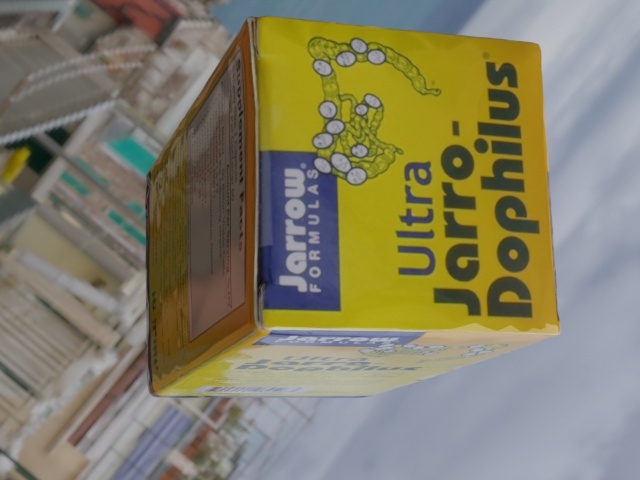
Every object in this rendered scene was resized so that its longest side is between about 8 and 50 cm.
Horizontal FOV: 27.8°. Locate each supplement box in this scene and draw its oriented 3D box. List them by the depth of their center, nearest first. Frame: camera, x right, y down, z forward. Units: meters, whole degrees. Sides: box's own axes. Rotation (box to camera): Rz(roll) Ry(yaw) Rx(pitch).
[{"bbox_3d":[0.000,0.000,0.929,0.356,0.195,0.194,145,-54,-69],"label":"supplement box"}]
